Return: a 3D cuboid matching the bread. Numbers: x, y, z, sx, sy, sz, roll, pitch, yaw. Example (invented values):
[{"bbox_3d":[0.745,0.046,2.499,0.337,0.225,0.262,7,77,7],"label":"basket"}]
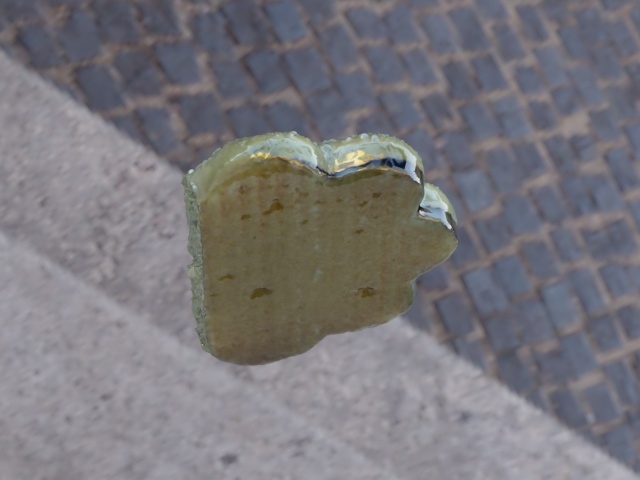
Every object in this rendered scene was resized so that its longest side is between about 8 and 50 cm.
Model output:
[{"bbox_3d":[0.000,0.000,1.395,0.207,0.286,0.056,-9,60,-11],"label":"bread"}]
